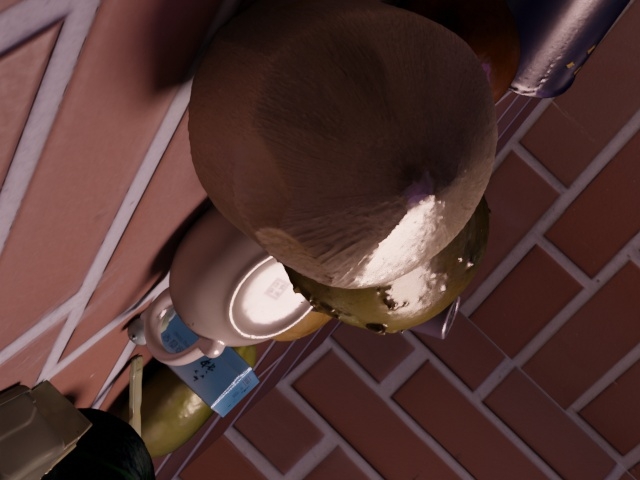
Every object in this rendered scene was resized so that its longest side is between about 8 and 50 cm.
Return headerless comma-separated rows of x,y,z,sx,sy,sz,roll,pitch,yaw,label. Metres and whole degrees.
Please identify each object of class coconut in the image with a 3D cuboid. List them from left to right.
0.022,-0.087,1.277,0.237,0.237,0.266,-45,-143,-6,coconut

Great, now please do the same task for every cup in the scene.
0.307,-0.367,2.044,0.178,0.255,0.256,1,145,-26,cup

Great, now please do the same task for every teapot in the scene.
-0.100,0.036,1.838,0.300,0.166,0.208,-40,153,12,teapot

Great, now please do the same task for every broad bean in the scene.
-0.204,0.224,2.371,0.291,0.119,0.238,-47,-177,27,broad bean

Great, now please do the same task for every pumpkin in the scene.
-0.334,0.340,1.996,0.248,0.248,0.248,-45,173,-7,pumpkin

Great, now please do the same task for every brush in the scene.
-0.268,0.250,2.174,0.033,0.030,0.178,-10,104,-63,brush

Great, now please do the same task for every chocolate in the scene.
0.151,-0.225,1.745,0.177,0.177,0.177,-45,173,-7,chocolate

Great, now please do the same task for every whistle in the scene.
-0.215,0.107,1.969,0.035,0.035,0.100,-50,173,31,whistle

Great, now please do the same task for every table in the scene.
-0.326,0.224,1.807,0.062,0.079,0.083,-41,173,-42,table

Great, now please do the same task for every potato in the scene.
0.050,-0.050,1.658,0.359,0.219,0.269,51,48,-59,potato

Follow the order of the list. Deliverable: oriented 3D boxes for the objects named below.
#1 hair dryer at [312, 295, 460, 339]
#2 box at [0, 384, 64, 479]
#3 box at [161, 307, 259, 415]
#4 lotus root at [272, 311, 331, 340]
0.051,-0.058,1.911,0.121,0.301,0.361,-47,153,-59,hair dryer
-0.357,0.241,1.659,0.124,0.093,0.172,-49,172,22,box
-0.166,0.165,2.145,0.083,0.142,0.232,-45,173,-5,box
-0.031,0.082,2.487,0.146,0.131,0.303,-54,173,21,lotus root
